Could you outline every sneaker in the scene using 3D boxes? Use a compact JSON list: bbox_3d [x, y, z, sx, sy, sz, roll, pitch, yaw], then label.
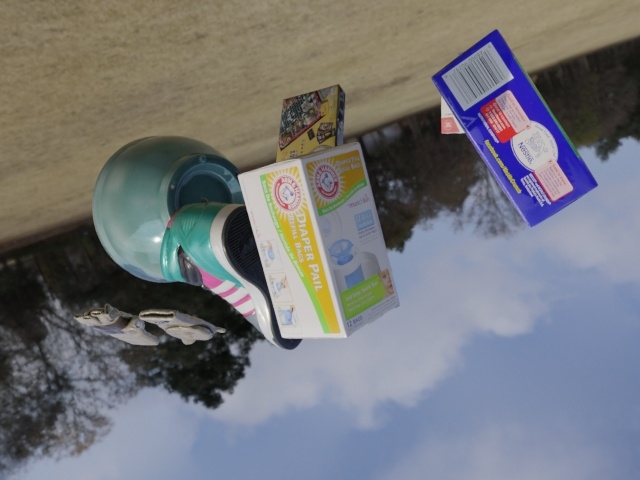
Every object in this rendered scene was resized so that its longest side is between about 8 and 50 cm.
[{"bbox_3d":[-0.135,0.048,0.943,0.178,0.296,0.124,14,-124,33],"label":"sneaker"}]

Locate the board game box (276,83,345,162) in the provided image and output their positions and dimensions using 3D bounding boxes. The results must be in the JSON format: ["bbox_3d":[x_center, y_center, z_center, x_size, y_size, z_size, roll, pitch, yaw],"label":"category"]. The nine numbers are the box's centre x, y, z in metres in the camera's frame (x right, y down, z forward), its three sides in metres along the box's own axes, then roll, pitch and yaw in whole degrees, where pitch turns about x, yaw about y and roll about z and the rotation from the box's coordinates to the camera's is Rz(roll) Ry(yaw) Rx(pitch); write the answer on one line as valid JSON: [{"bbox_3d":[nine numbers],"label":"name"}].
[{"bbox_3d":[-0.025,-0.258,1.592,0.165,0.243,0.042,-8,153,26],"label":"board game box"}]

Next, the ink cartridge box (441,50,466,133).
[{"bbox_3d":[0.351,-0.359,1.546,0.067,0.198,0.115,-7,-171,-36],"label":"ink cartridge box"}]

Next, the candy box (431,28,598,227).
[{"bbox_3d":[0.306,-0.186,1.047,0.122,0.268,0.317,-33,-176,17],"label":"candy box"}]

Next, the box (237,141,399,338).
[{"bbox_3d":[0.000,0.000,0.751,0.103,0.203,0.114,-8,-171,42],"label":"box"}]

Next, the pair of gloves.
[{"bbox_3d":[-0.325,0.159,1.229,0.240,0.042,0.204,-4,157,22],"label":"pair of gloves"}]

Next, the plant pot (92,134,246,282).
[{"bbox_3d":[-0.252,-0.065,1.213,0.293,0.293,0.196,-27,-165,-35],"label":"plant pot"}]
